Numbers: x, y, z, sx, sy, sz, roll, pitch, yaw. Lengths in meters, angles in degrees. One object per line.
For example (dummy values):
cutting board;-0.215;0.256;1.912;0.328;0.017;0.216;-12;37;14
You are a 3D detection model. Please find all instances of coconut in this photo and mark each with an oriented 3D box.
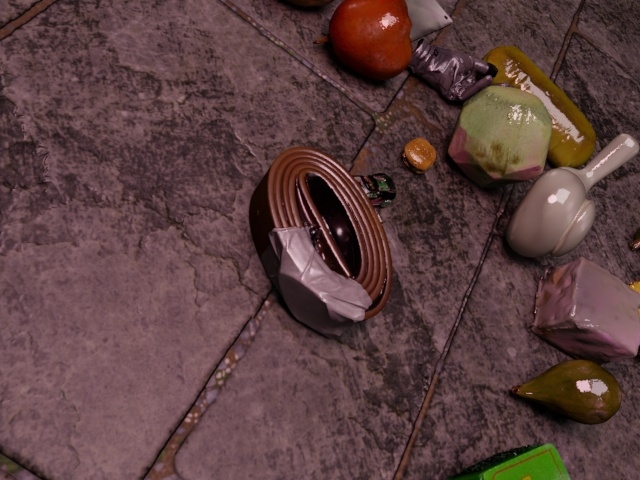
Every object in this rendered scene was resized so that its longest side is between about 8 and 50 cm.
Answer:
coconut;0.400;-0.222;1.269;0.236;0.236;0.204;30;29;-9

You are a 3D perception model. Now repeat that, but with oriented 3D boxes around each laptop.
laptop;0.219;-0.612;1.488;0.269;0.015;0.187;-34;83;-34

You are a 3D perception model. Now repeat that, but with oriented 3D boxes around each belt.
belt;0.000;0.000;1.011;0.217;0.122;0.338;-13;72;-31

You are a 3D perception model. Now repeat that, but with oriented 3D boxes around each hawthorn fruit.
hawthorn fruit;0.095;-0.462;1.273;0.226;0.196;0.196;-5;66;-1

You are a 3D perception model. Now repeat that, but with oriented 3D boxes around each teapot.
teapot;0.531;-0.096;1.205;0.149;0.318;0.220;35;26;16

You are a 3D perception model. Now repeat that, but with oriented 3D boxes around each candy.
candy;0.566;0.147;1.200;0.195;0.137;0.184;31;56;-6

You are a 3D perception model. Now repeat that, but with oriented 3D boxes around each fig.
fig;0.476;0.279;1.091;0.185;0.133;0.126;27;93;-6

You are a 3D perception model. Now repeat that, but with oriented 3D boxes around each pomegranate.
pomegranate;0.839;-0.006;1.446;0.085;0.073;0.073;-21;76;-32

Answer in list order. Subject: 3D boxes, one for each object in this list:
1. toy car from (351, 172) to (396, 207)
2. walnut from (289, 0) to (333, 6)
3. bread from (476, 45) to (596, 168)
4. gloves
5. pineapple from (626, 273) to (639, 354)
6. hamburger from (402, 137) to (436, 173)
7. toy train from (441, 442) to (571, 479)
toy car;0.092;-0.105;1.149;0.142;0.055;0.069;-7;66;-30
walnut;-0.023;-0.645;1.265;0.228;0.228;0.228;11;61;-21
bread;0.574;-0.357;1.471;0.166;0.112;0.383;-34;83;-34
gloves;0.343;-0.410;1.389;0.286;0.119;0.142;24;68;3
pineapple;0.766;0.185;1.312;0.225;0.076;0.224;9;64;-19
hamburger;0.221;-0.191;1.260;0.076;0.044;0.083;40;58;-2
toy train;0.324;0.454;0.937;0.243;0.132;0.188;-8;65;-31
